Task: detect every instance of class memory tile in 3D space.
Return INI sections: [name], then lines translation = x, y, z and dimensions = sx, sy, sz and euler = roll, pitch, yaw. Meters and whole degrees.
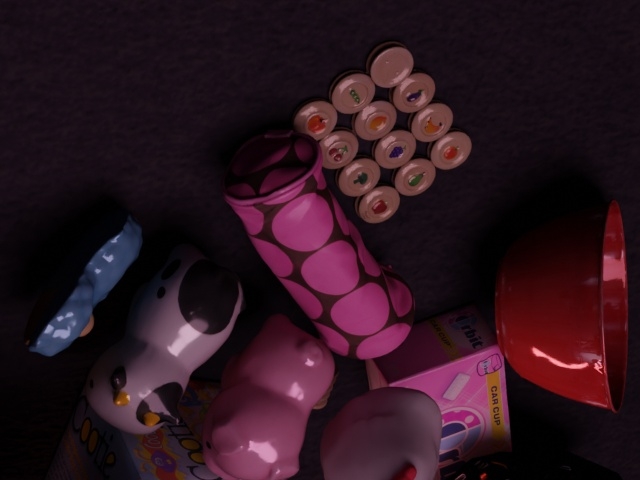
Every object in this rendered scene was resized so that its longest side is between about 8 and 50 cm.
[memory tile]
translation = 0.051, -0.084, 1.591
dimensions = 0.113, 0.012, 0.148
euler = -36, 132, 3

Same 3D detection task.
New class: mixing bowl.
[mixing bowl]
translation = 0.203, 0.056, 1.686
dimensions = 0.098, 0.181, 0.181
euler = -2, 133, 15

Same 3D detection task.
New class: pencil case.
[pencil case]
translation = 0.000, 0.000, 1.581
dimensions = 0.095, 0.098, 0.209
euler = 2, 142, 31

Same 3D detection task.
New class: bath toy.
[bath toy]
translation = -0.056, 0.122, 1.544
dimensions = 0.348, 0.129, 0.151
euler = 31, 106, -15

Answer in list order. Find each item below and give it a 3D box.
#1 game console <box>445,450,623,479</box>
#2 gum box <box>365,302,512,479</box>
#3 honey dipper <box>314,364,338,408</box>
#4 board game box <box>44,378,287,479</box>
[game console]
translation = 0.104, 0.307, 1.846
dimensions = 0.361, 0.044, 0.213
euler = -41, 148, 24
[gum box]
translation = 0.107, 0.158, 1.769
dimensions = 0.107, 0.062, 0.188
euler = -19, 131, -11
[honey dipper]
translation = -0.021, 0.171, 1.741
dimensions = 0.030, 0.030, 0.160
euler = 1, 126, -27
[board game box]
translation = -0.157, 0.263, 1.667
dimensions = 0.142, 0.144, 0.275
euler = 9, 121, -31
